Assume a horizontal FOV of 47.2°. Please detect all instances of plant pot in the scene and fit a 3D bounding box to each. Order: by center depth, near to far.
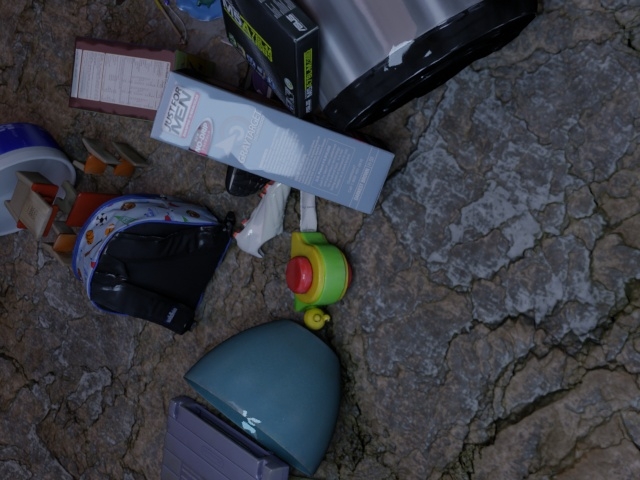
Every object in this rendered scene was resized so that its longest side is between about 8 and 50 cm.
[{"bbox_3d":[-0.074,0.260,1.332,0.290,0.290,0.195,31,70,21],"label":"plant pot"}]

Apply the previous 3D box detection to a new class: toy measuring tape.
[{"bbox_3d":[0.000,0.000,1.339,0.121,0.121,0.330,1,89,26],"label":"toy measuring tape"}]

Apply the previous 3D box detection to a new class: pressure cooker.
[{"bbox_3d":[0.073,-0.420,1.100,0.375,0.370,0.420,-30,90,-5],"label":"pressure cooker"}]

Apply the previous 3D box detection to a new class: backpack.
[{"bbox_3d":[-0.340,0.025,1.426,0.213,0.263,0.276,35,109,37],"label":"backpack"}]

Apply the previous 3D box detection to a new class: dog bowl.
[{"bbox_3d":[-0.673,-0.128,1.575,0.265,0.265,0.104,-44,72,22],"label":"dog bowl"}]

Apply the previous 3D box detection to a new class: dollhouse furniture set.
[{"bbox_3d":[-0.490,-0.064,1.495,0.135,0.259,0.262,38,110,28],"label":"dollhouse furniture set"}]

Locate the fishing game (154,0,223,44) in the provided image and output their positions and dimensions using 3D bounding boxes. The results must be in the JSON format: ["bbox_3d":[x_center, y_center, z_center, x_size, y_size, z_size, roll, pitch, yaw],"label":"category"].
[{"bbox_3d":[-0.233,-0.535,1.455,0.264,0.041,0.189,-33,82,24],"label":"fishing game"}]

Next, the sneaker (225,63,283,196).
[{"bbox_3d":[-0.126,-0.226,1.407,0.124,0.107,0.283,32,104,36],"label":"sneaker"}]

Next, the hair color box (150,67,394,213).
[{"bbox_3d":[-0.078,-0.173,1.234,0.374,0.185,0.113,19,103,-8],"label":"hair color box"}]

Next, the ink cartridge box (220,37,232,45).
[{"bbox_3d":[-0.073,-0.380,1.338,0.198,0.115,0.067,22,124,23],"label":"ink cartridge box"}]

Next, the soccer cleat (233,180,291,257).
[{"bbox_3d":[-0.092,-0.056,1.412,0.076,0.068,0.196,35,107,-1],"label":"soccer cleat"}]

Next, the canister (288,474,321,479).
[{"bbox_3d":[-0.055,0.520,1.427,0.170,0.073,0.126,1,94,25],"label":"canister"}]

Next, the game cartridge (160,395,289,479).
[{"bbox_3d":[-0.199,0.477,1.445,0.355,0.068,0.230,18,107,46],"label":"game cartridge"}]

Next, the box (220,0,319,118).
[{"bbox_3d":[-0.074,-0.290,1.025,0.045,0.184,0.190,-36,73,-12],"label":"box"}]

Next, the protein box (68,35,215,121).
[{"bbox_3d":[-0.338,-0.301,1.411,0.201,0.200,0.136,11,99,10],"label":"protein box"}]
